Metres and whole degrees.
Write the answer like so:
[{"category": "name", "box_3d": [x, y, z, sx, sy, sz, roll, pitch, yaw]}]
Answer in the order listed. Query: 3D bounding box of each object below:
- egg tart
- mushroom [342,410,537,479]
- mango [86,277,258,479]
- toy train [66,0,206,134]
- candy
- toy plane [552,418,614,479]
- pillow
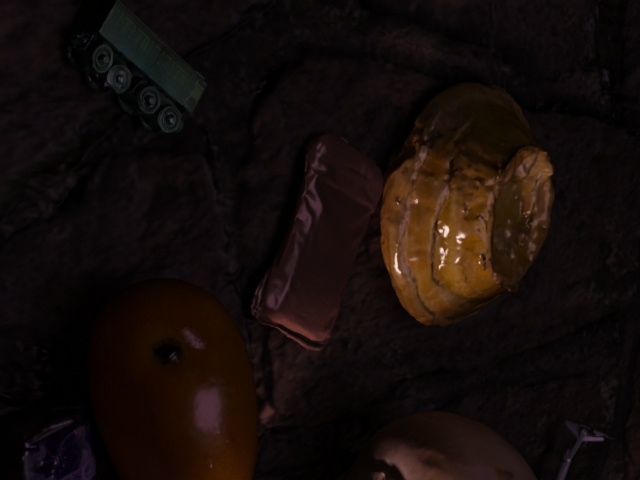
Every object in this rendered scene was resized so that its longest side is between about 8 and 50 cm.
[{"category": "egg tart", "box_3d": [0.180, -0.033, 1.621, 0.290, 0.115, 0.290, -22, 119, -48]}, {"category": "mushroom", "box_3d": [0.066, 0.334, 1.487, 0.336, 0.314, 0.314, 1, 100, -30]}, {"category": "mango", "box_3d": [-0.121, 0.154, 1.254, 0.139, 0.175, 0.254, -13, 119, -6]}, {"category": "toy train", "box_3d": [-0.157, -0.146, 1.232, 0.148, 0.038, 0.071, 41, 66, -48]}, {"category": "candy", "box_3d": [-0.229, 0.293, 1.249, 0.088, 0.061, 0.312, -23, 118, -48]}, {"category": "toy plane", "box_3d": [0.277, 0.368, 1.895, 0.182, 0.107, 0.273, 10, 69, -10]}, {"category": "pillow", "box_3d": [0.002, 0.000, 1.474, 0.135, 0.034, 0.211, 31, 74, -46]}]
